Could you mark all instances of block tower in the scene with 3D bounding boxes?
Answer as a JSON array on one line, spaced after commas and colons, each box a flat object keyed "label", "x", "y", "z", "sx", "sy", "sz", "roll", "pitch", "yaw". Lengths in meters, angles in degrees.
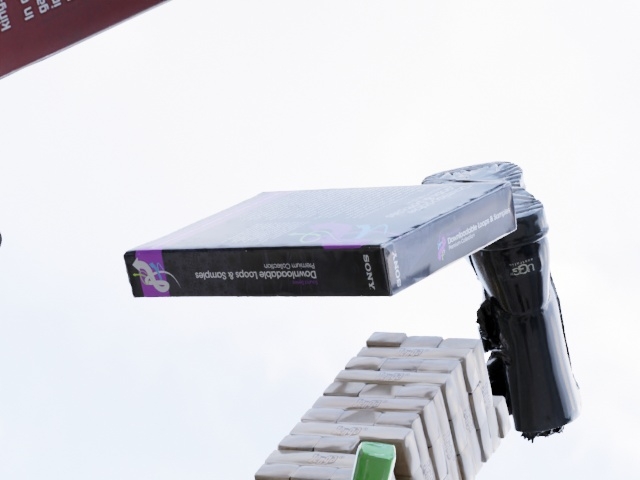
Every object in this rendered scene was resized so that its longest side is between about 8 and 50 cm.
[{"label": "block tower", "x": 0.018, "y": 0.176, "z": 1.166, "sx": 0.091, "sy": 0.335, "sz": 0.097, "roll": 0, "pitch": -63, "yaw": 30}]

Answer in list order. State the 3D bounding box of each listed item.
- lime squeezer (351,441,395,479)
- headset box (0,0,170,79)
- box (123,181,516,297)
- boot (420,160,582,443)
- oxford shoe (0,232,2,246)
[{"label": "lime squeezer", "x": -0.001, "y": 0.196, "z": 0.758, "sx": 0.059, "sy": 0.110, "sz": 0.310, "roll": 23, "pitch": -30, "yaw": 4}, {"label": "headset box", "x": -0.106, "y": -0.130, "z": 0.489, "sx": 0.218, "sy": 0.293, "sz": 0.110, "roll": 22, "pitch": -46, "yaw": 50}, {"label": "box", "x": 0.000, "y": 0.000, "z": 0.872, "sx": 0.162, "sy": 0.116, "sz": 0.029, "roll": -3, "pitch": -75, "yaw": 39}, {"label": "boot", "x": 0.160, "y": 0.050, "z": 1.564, "sx": 0.094, "sy": 0.246, "sz": 0.207, "roll": -11, "pitch": -74, "yaw": -5}, {"label": "oxford shoe", "x": -0.390, "y": -0.005, "z": 1.568, "sx": 0.212, "sy": 0.076, "sz": 0.076, "roll": -7, "pitch": -50, "yaw": -3}]
